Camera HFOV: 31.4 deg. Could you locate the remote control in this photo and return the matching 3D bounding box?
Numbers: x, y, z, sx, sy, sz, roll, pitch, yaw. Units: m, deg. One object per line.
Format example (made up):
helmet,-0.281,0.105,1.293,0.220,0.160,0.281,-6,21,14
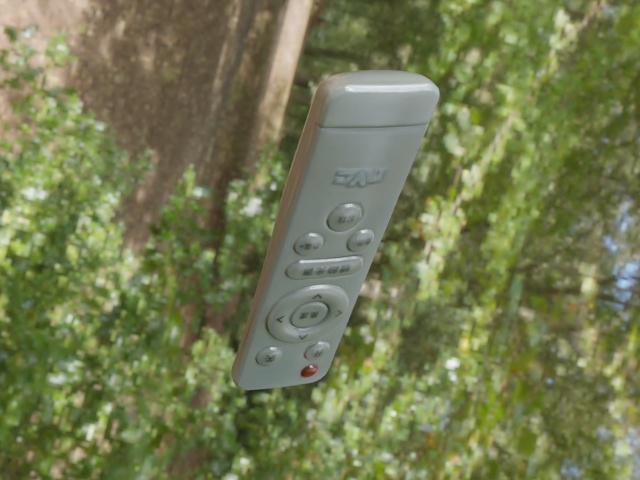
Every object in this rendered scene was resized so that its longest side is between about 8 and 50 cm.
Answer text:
remote control,0.000,0.000,0.489,0.184,0.049,0.027,109,-32,-42
